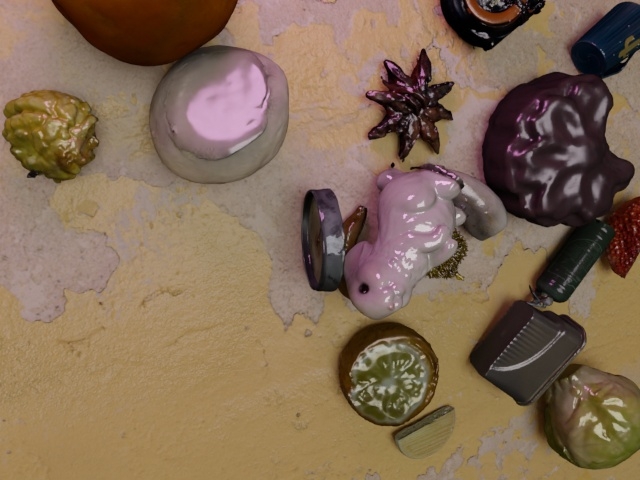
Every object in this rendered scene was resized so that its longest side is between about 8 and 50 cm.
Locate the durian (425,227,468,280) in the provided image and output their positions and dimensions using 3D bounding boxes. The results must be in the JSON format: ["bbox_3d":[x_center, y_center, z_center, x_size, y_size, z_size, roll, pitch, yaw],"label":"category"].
[{"bbox_3d":[0.309,0.037,1.234,0.146,0.102,0.208,-43,113,-13],"label":"durian"}]

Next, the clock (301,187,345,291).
[{"bbox_3d":[0.000,0.000,1.056,0.049,0.226,0.226,-4,101,-12],"label":"clock"}]

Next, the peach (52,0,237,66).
[{"bbox_3d":[-0.311,-0.476,0.831,0.343,0.302,0.342,7,80,-48],"label":"peach"}]

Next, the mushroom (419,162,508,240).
[{"bbox_3d":[0.363,-0.106,1.219,0.270,0.118,0.103,41,47,-19],"label":"mushroom"}]

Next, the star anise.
[{"bbox_3d":[0.229,-0.315,1.143,0.272,0.102,0.271,-4,102,-21],"label":"star anise"}]

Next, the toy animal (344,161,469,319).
[{"bbox_3d":[0.169,0.006,1.088,0.357,0.258,0.194,-53,135,-14],"label":"toy animal"}]

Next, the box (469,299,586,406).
[{"bbox_3d":[0.553,0.293,1.322,0.178,0.138,0.274,32,100,-16],"label":"box"}]

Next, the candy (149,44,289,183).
[{"bbox_3d":[-0.196,-0.244,0.968,0.296,0.185,0.295,-1,74,3],"label":"candy"}]

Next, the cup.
[{"bbox_3d":[0.756,-0.502,1.285,0.155,0.131,0.176,-37,134,-4],"label":"cup"}]

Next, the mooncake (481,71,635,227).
[{"bbox_3d":[0.591,-0.212,1.234,0.351,0.212,0.381,-37,107,-2],"label":"mooncake"}]

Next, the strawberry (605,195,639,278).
[{"bbox_3d":[0.878,-0.027,1.410,0.236,0.107,0.175,-58,152,-13],"label":"strawberry"}]

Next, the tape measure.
[{"bbox_3d":[0.385,-0.568,1.137,0.202,0.135,0.223,-39,107,2],"label":"tape measure"}]

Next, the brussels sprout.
[{"bbox_3d":[0.787,0.496,1.411,0.274,0.242,0.316,-8,98,8],"label":"brussels sprout"}]

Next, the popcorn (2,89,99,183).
[{"bbox_3d":[-0.495,-0.188,0.907,0.174,0.142,0.173,-9,131,-10],"label":"popcorn"}]

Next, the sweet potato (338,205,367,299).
[{"bbox_3d":[0.071,0.032,1.174,0.081,0.062,0.233,-3,97,-34],"label":"sweet potato"}]

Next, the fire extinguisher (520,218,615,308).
[{"bbox_3d":[0.685,0.074,1.368,0.114,0.095,0.311,37,86,-7],"label":"fire extinguisher"}]

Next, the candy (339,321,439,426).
[{"bbox_3d":[0.171,0.332,1.229,0.260,0.118,0.259,-2,98,-16],"label":"candy"}]

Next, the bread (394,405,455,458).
[{"bbox_3d":[0.293,0.538,1.350,0.193,0.036,0.112,-21,110,-17],"label":"bread"}]
